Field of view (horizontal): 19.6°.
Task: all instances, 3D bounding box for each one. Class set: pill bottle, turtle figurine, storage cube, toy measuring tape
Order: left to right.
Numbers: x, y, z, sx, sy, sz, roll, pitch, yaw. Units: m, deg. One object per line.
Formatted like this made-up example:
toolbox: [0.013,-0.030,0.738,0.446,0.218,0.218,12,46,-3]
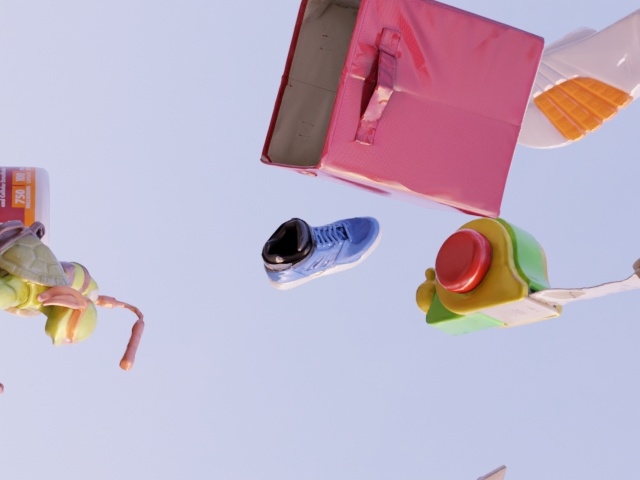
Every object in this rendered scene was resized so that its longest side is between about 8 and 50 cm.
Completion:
pill bottle: [-0.294,-0.018,1.483,0.086,0.152,0.086,180,-90,-80]
turtle figurine: [-0.242,0.019,1.324,0.217,0.269,0.087,30,-73,14]
storage cube: [0.077,-0.133,1.788,0.215,0.193,0.183,-169,-87,-70]
toy measuring tape: [0.222,0.021,1.909,0.330,0.121,0.121,-16,-106,46]

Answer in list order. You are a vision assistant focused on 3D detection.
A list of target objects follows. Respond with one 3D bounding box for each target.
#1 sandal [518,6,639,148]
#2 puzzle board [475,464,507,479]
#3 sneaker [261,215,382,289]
sandal: [0.304,-0.186,1.961,0.102,0.265,0.076,59,14,-15]
puzzle board: [0.165,0.324,2.195,0.011,0.128,0.096,42,-41,33]
sneaker: [0.000,0.001,2.219,0.084,0.152,0.058,70,-3,-60]
